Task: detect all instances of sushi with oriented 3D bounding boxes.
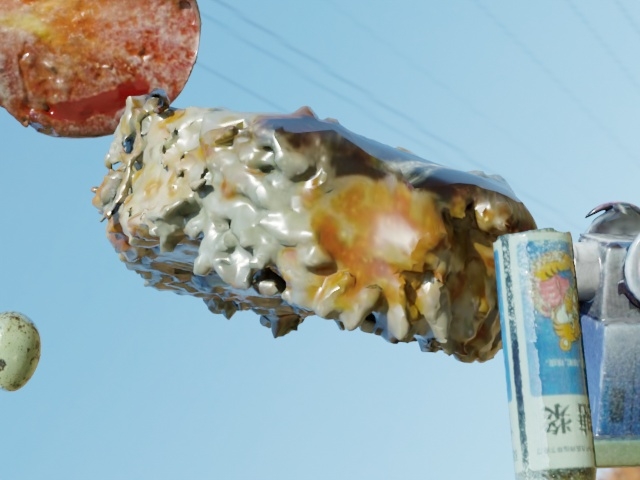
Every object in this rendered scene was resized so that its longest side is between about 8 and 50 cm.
[{"bbox_3d":[-0.001,0.000,1.269,0.417,0.417,0.176,23,-103,-64],"label":"sushi"}]

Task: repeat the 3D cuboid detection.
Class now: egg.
[{"bbox_3d":[-0.422,0.151,1.981,0.085,0.085,0.110,8,-96,-62],"label":"egg"}]

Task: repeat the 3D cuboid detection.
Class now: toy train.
[{"bbox_3d":[0.315,0.077,1.128,0.131,0.299,0.202,-150,62,-75],"label":"toy train"}]

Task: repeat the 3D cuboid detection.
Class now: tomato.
[{"bbox_3d":[-0.292,-0.279,1.774,0.170,0.309,0.309,-111,45,-74],"label":"tomato"}]

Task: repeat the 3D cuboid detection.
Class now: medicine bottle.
[{"bbox_3d":[0.136,0.089,0.877,0.051,0.051,0.191,24,-120,-64],"label":"medicine bottle"}]
